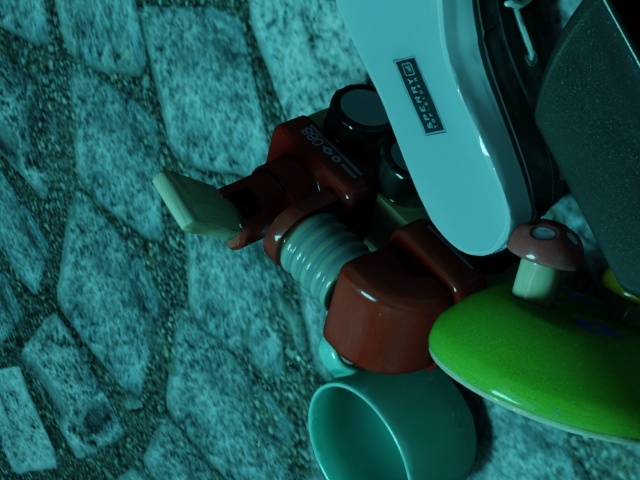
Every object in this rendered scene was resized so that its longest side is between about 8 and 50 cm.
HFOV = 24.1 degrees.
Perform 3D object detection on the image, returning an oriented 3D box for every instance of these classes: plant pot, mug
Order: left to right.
[{"bbox_3d":[0.066,0.148,1.237,0.129,0.097,0.158,29,132,43],"label":"mug"},{"bbox_3d":[0.227,-0.065,0.823,0.187,0.188,0.167,63,160,3],"label":"plant pot"}]

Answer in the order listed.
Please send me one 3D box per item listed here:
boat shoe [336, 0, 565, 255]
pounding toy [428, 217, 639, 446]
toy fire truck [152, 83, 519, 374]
[{"bbox_3d":[0.095,-0.147,1.008,0.113,0.105,0.306,-7,111,51],"label":"boat shoe"},{"bbox_3d":[0.190,0.057,0.974,0.237,0.183,0.110,28,108,42],"label":"pounding toy"},{"bbox_3d":[0.000,0.000,1.099,0.217,0.246,0.158,46,142,27],"label":"toy fire truck"}]
